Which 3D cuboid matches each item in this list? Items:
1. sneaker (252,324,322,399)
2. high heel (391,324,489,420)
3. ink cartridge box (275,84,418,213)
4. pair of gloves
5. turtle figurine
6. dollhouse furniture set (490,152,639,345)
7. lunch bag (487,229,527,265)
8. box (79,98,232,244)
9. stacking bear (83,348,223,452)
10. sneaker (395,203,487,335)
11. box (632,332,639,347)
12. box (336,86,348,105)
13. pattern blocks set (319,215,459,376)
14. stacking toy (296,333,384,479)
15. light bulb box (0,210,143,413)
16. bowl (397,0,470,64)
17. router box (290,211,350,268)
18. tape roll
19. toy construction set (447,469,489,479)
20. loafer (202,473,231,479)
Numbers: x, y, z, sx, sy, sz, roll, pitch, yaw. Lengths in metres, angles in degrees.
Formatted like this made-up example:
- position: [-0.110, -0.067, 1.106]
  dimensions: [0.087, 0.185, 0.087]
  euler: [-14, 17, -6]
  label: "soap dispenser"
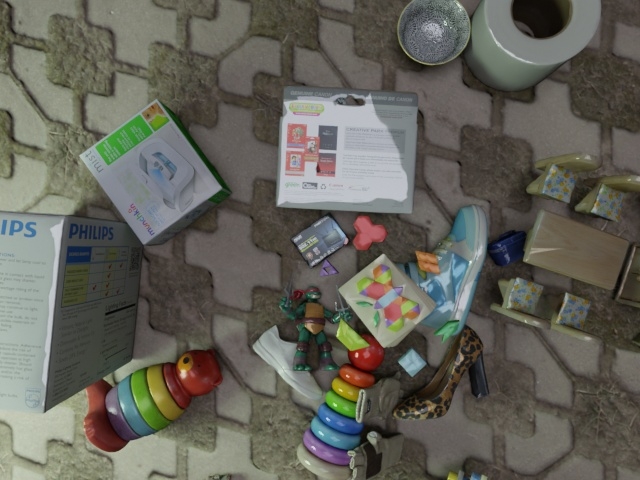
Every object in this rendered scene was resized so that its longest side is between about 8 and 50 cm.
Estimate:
- position: [-0.062, 0.299, 1.064]
  dimensions: [0.212, 0.080, 0.094]
  euler: [42, 79, 3]
  label: "sneaker"
- position: [0.274, 0.314, 1.030]
  dimensions: [0.262, 0.093, 0.186]
  euler: [-14, 96, -14]
  label: "high heel"
- position: [0.060, -0.204, 1.009]
  dimensions: [0.310, 0.130, 0.271]
  euler: [3, 95, -2]
  label: "ink cartridge box"
- position: [0.133, 0.438, 1.009]
  dimensions: [0.042, 0.204, 0.239]
  euler: [7, 95, 41]
  label: "pair of gloves"
- position: [-0.013, 0.192, 1.037]
  dimensions: [0.176, 0.118, 0.233]
  euler: [1, 72, -8]
  label: "turtle figurine"
- position: [0.637, 0.048, 0.904]
  dimensions: [0.395, 0.256, 0.361]
  euler: [18, 90, -10]
  label: "dollhouse furniture set"
- position: [0.459, 0.013, 1.042]
  dimensions: [0.099, 0.067, 0.065]
  euler: [-27, 90, -1]
  label: "lunch bag"
- position: [-0.391, -0.158, 1.050]
  dimensions: [0.231, 0.127, 0.261]
  euler: [-35, 90, 0]
  label: "box"
- position: [-0.380, 0.361, 1.035]
  dimensions: [0.289, 0.175, 0.164]
  euler: [-26, 129, -8]
  label: "stacking bear"
- position: [0.262, 0.053, 1.022]
  dimensions: [0.209, 0.127, 0.318]
  euler: [13, 90, 1]
  label: "sneaker"
- position: [0.893, 0.276, 1.042]
  dimensions: [0.225, 0.036, 0.136]
  euler: [43, 92, 0]
  label: "box"
- position: [0.007, -0.307, 1.080]
  dimensions: [0.137, 0.027, 0.093]
  euler: [-32, 88, 2]
  label: "box"
- position: [0.148, 0.130, 0.965]
  dimensions: [0.325, 0.026, 0.285]
  euler: [36, 94, 7]
  label: "pattern blocks set"
- position: [0.061, 0.382, 1.033]
  dimensions: [0.141, 0.141, 0.329]
  euler: [20, 86, 2]
  label: "stacking toy"
- position: [-0.575, 0.124, 0.939]
  dimensions: [0.226, 0.358, 0.360]
  euler: [5, 89, 0]
  label: "light bulb box"
- position: [0.267, -0.494, 1.044]
  dimensions: [0.170, 0.080, 0.169]
  euler: [0, 91, 2]
  label: "bowl"
- position: [0.000, 0.000, 1.075]
  dimensions: [0.123, 0.038, 0.092]
  euler: [-35, 88, 2]
  label: "router box"
- position: [0.473, -0.490, 0.992]
  dimensions: [0.247, 0.169, 0.245]
  euler: [0, 89, 2]
  label: "tape roll"
- position: [0.273, 0.685, 0.952]
  dimensions: [0.151, 0.328, 0.214]
  euler: [30, 135, 33]
  label: "toy construction set"
- position: [-0.287, 0.615, 1.085]
  dimensions: [0.125, 0.045, 0.039]
  euler: [-27, 82, 5]
  label: "loafer"
